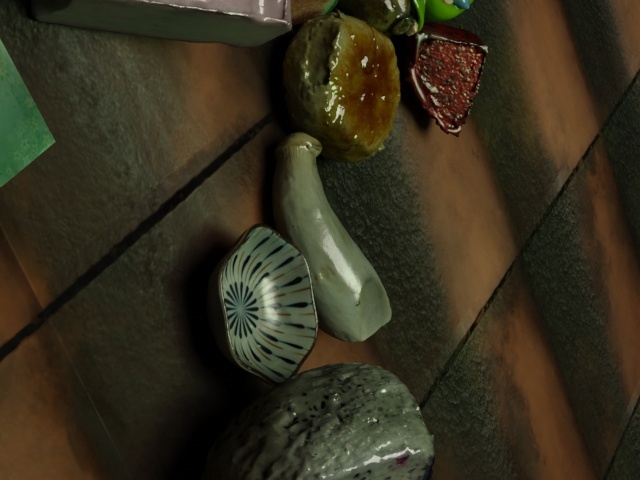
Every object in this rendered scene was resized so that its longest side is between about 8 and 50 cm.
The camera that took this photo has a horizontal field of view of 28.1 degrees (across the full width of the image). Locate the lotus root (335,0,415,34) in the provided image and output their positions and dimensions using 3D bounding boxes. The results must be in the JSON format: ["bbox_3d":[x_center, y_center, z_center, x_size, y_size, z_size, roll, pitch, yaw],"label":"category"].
[{"bbox_3d":[0.052,-0.339,1.715,0.179,0.080,0.089,40,54,7],"label":"lotus root"}]

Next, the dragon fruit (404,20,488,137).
[{"bbox_3d":[0.171,-0.249,1.925,0.127,0.121,0.161,-119,-140,-71],"label":"dragon fruit"}]

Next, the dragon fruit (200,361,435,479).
[{"bbox_3d":[-0.031,0.261,1.412,0.221,0.204,0.283,-6,131,-29],"label":"dragon fruit"}]

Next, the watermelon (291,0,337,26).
[{"bbox_3d":[-0.032,-0.341,1.567,0.231,0.146,0.128,-6,89,-56],"label":"watermelon"}]

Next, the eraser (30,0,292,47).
[{"bbox_3d":[-0.167,-0.400,1.347,0.272,0.122,0.359,0,83,-36],"label":"eraser"}]

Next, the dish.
[{"bbox_3d":[-0.081,0.078,1.486,0.191,0.066,0.190,19,66,-53],"label":"dish"}]

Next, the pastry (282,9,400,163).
[{"bbox_3d":[0.027,-0.197,1.667,0.192,0.093,0.182,22,76,-56],"label":"pastry"}]

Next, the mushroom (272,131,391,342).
[{"bbox_3d":[0.000,0.000,1.593,0.118,0.103,0.270,-38,111,-57],"label":"mushroom"}]

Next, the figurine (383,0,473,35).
[{"bbox_3d":[0.142,-0.381,1.849,0.263,0.143,0.162,-39,89,-33],"label":"figurine"}]

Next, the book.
[{"bbox_3d":[-0.315,-0.127,1.219,0.103,0.017,0.135,-52,125,-48],"label":"book"}]
